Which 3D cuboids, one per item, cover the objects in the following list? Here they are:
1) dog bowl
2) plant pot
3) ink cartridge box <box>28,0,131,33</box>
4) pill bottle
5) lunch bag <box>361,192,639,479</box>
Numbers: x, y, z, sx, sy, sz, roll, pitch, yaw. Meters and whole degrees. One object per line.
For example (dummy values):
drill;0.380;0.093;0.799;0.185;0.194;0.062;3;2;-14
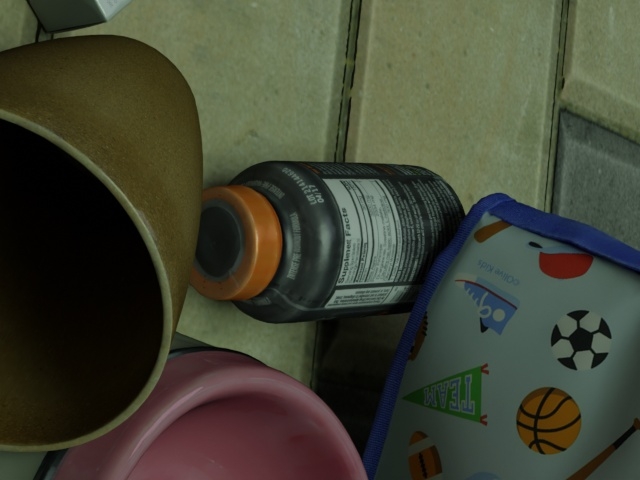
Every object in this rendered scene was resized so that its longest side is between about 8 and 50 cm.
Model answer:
dog bowl;-0.108;0.253;1.069;0.408;0.150;0.408;1;89;-53
plant pot;-0.173;-0.032;0.992;0.254;0.237;0.237;-66;137;-59
ink cartridge box;-0.155;-0.253;1.118;0.175;0.072;0.127;-49;123;-37
pill bottle;0.000;0.000;1.240;0.245;0.130;0.130;-1;89;-48
lunch bag;0.219;0.189;1.244;0.239;0.328;0.385;-14;123;-50
